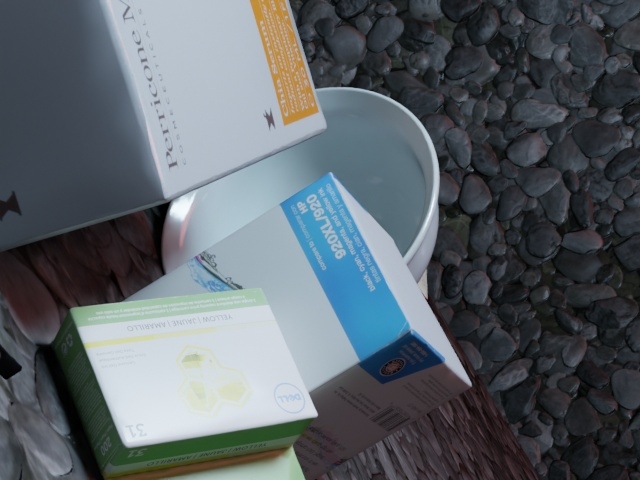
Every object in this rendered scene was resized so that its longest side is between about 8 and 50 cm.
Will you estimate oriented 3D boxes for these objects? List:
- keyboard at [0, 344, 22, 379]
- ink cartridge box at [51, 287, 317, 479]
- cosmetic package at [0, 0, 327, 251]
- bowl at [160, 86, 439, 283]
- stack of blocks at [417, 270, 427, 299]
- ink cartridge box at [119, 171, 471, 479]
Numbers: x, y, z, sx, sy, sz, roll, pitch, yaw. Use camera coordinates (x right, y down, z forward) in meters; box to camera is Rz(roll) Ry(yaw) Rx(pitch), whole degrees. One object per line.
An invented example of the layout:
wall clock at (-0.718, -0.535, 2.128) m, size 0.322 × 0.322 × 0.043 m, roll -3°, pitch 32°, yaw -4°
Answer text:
keyboard at (-0.259, 0.024, 0.995) m, size 0.100 × 0.038 × 0.192 m, roll 34°, pitch -15°, yaw 52°
ink cartridge box at (-0.080, 0.151, 1.187) m, size 0.171 × 0.056 × 0.235 m, roll -5°, pitch 56°, yaw -35°
cosmetic package at (-0.150, -0.153, 1.350) m, size 0.453 × 0.161 × 0.230 m, roll -37°, pitch 111°, yaw -71°
bowl at (0.000, 0.000, 1.631) m, size 0.134 × 0.298 × 0.298 m, roll 53°, pitch 11°, yaw -48°
stack of blocks at (0.021, 0.044, 1.741) m, size 0.087 × 0.171 × 0.297 m, roll 52°, pitch 31°, yaw -46°
ink cartridge box at (-0.028, 0.093, 1.375) m, size 0.168 × 0.232 × 0.171 m, roll 63°, pitch 9°, yaw 28°
